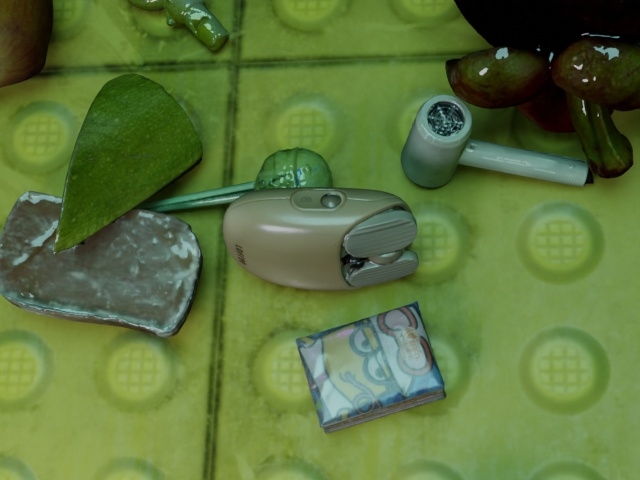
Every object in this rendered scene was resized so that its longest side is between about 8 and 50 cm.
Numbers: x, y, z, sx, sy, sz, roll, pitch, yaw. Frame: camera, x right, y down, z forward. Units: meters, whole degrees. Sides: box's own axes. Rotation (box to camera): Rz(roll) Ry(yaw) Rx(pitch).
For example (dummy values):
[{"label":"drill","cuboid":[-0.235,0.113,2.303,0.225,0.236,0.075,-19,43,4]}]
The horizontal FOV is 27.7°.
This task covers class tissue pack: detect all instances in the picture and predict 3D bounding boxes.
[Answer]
[{"label":"tissue pack","cuboid":[0.058,0.149,1.532,0.155,0.065,0.116,-18,69,2]}]

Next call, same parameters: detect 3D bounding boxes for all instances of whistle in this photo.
[{"label":"whistle","cuboid":[-0.194,-0.331,1.760,0.104,0.057,0.198,-45,77,2]}]

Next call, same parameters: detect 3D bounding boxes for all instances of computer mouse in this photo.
[{"label":"computer mouse","cuboid":[0.000,0.000,1.552,0.236,0.145,0.082,3,53,6]}]

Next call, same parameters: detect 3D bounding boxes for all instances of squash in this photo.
[{"label":"squash","cuboid":[-0.287,-0.109,1.608,0.169,0.093,0.252,34,50,24]}]

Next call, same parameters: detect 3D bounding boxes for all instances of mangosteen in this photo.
[{"label":"mangosteen","cuboid":[0.315,-0.308,1.528,0.382,0.382,0.435,20,104,15]}]

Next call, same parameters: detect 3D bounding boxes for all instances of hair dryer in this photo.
[{"label":"hair dryer","cuboid":[0.222,-0.101,1.581,0.236,0.131,0.073,14,69,-1]}]

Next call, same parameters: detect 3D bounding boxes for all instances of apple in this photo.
[{"label":"apple","cuboid":[-0.452,-0.303,1.700,0.211,0.211,0.188,-8,62,5]}]

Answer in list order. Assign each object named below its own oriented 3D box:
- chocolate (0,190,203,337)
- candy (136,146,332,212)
[{"label":"chocolate","cuboid":[-0.271,0.040,1.614,0.253,0.080,0.157,10,64,5]},{"label":"candy","cuboid":[-0.148,-0.053,1.642,0.335,0.092,0.093,-7,105,14]}]
